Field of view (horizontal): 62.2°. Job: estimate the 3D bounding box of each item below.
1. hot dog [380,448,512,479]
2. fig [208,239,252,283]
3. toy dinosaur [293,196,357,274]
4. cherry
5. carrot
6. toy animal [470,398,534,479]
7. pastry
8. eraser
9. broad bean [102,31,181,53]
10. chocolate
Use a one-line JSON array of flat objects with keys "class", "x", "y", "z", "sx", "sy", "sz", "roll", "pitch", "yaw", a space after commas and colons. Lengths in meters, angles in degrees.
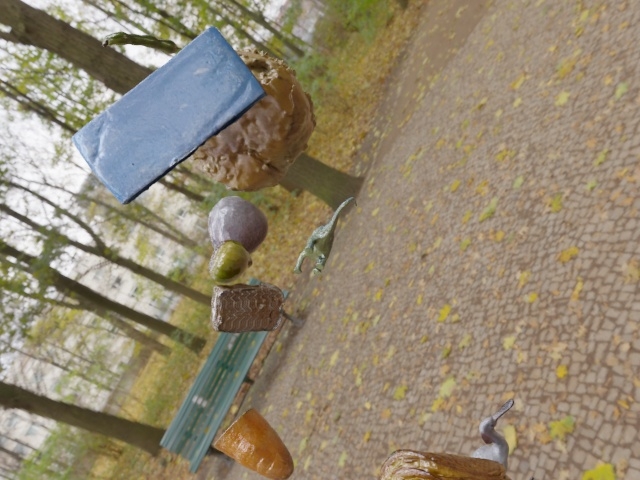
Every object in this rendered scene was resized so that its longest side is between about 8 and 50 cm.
[{"class": "hot dog", "x": 0.264, "y": 0.507, "z": 1.089, "sx": 0.196, "sy": 0.272, "sz": 0.122, "roll": -58, "pitch": 23, "yaw": 35}, {"class": "fig", "x": -0.289, "y": 0.066, "z": 1.668, "sx": 0.153, "sy": 0.121, "sz": 0.136, "roll": -48, "pitch": 1, "yaw": -41}, {"class": "toy dinosaur", "x": -0.005, "y": 0.011, "z": 1.473, "sx": 0.363, "sy": 0.076, "sz": 0.147, "roll": -53, "pitch": 14, "yaw": 55}, {"class": "cherry", "x": -0.292, "y": -0.049, "z": 1.872, "sx": 0.183, "sy": 0.213, "sz": 0.266, "roll": -48, "pitch": 19, "yaw": 44}, {"class": "carrot", "x": -0.177, "y": 0.622, "z": 1.565, "sx": 0.159, "sy": 0.225, "sz": 0.159, "roll": -48, "pitch": -11, "yaw": -12}, {"class": "toy animal", "x": 0.426, "y": 0.557, "z": 1.321, "sx": 0.195, "sy": 0.324, "sz": 0.090, "roll": -23, "pitch": 16, "yaw": -6}, {"class": "pastry", "x": -0.142, "y": -0.247, "z": 1.093, "sx": 0.311, "sy": 0.255, "sz": 0.162, "roll": -42, "pitch": 15, "yaw": 40}, {"class": "eraser", "x": -0.253, "y": -0.207, "z": 0.890, "sx": 0.312, "sy": 0.144, "sz": 0.042, "roll": -37, "pitch": 4, "yaw": 2}, {"class": "broad bean", "x": -0.557, "y": -0.621, "z": 1.668, "sx": 0.256, "sy": 0.052, "sz": 0.053, "roll": -14, "pitch": -57, "yaw": -45}, {"class": "chocolate", "x": -0.224, "y": 0.201, "z": 1.625, "sx": 0.093, "sy": 0.214, "sz": 0.148, "roll": 33, "pitch": 117, "yaw": 59}]
